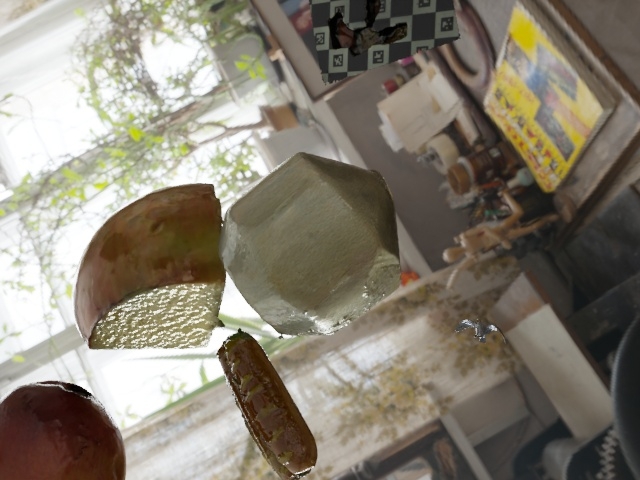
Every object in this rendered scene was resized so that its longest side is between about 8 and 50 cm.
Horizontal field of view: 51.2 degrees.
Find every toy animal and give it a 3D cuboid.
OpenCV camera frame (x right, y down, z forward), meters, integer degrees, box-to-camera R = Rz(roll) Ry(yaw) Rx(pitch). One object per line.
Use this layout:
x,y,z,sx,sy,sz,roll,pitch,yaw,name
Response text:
0.252,0.143,1.061,0.084,0.028,0.050,10,161,28,toy animal

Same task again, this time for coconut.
0.000,0.000,0.942,0.245,0.247,0.245,55,-176,-6,coconut

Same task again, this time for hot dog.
-0.091,0.261,1.063,0.269,0.072,0.115,52,151,33,hot dog

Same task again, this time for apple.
-0.283,0.035,1.193,0.252,0.314,0.309,49,-163,-48,apple

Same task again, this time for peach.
-0.440,0.370,1.100,0.238,0.281,0.280,4,-133,-49,peach

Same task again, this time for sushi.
0.109,-0.389,1.160,0.043,0.280,0.192,-6,-95,-53,sushi
